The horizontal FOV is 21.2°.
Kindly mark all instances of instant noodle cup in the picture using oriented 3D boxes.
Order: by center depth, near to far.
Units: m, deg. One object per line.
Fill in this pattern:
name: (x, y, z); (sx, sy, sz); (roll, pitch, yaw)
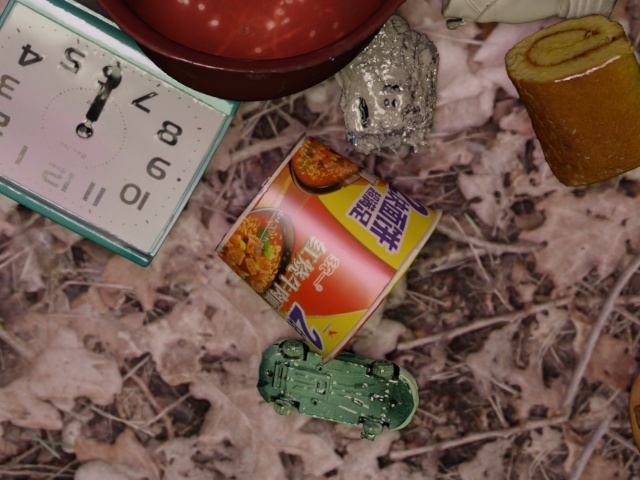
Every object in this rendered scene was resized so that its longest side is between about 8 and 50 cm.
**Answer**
instant noodle cup: (0.000, 0.000, 1.821); (0.174, 0.213, 0.213); (37, 104, -1)

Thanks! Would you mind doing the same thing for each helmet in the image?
helmet: (-0.067, -0.264, 1.691); (0.338, 0.230, 0.385); (20, 63, 3)

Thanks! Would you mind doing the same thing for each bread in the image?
bread: (0.278, -0.146, 1.788); (0.132, 0.103, 0.172); (-19, 137, 13)

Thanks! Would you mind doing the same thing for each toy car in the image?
toy car: (0.021, 0.165, 1.936); (0.186, 0.058, 0.093); (12, 107, 9)

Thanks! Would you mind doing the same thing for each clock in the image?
clock: (-0.241, -0.134, 1.828); (0.262, 0.116, 0.231); (28, 110, -6)

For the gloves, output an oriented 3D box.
gloves: (0.073, -0.169, 1.827); (0.114, 0.070, 0.153); (-6, 105, 3)

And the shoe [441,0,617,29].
shoe: (0.182, -0.372, 1.733); (0.211, 0.132, 0.342); (-11, 110, 1)

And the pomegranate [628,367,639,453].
pomegranate: (0.422, 0.192, 1.879); (0.196, 0.196, 0.196); (0, 107, 1)
